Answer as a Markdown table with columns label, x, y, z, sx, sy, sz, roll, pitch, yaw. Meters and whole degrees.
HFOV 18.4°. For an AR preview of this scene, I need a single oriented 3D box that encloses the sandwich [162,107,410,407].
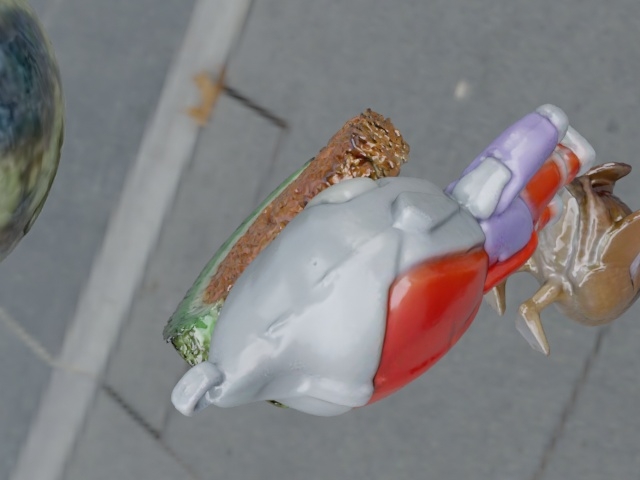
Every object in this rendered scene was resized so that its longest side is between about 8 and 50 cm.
| label | x | y | z | sx | sy | sz | roll | pitch | yaw |
| --- | --- | --- | --- | --- | --- | --- | --- | --- | --- |
| sandwich | -0.002 | 0.008 | 1.120 | 0.159 | 0.079 | 0.235 | -46 | 6 | 11 |

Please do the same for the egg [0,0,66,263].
| label | x | y | z | sx | sy | sz | roll | pitch | yaw |
| --- | --- | --- | --- | --- | --- | --- | --- | --- | --- |
| egg | -0.172 | -0.043 | 0.677 | 0.182 | 0.141 | 0.141 | 3 | 82 | 35 |

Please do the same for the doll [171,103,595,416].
| label | x | y | z | sx | sy | sz | roll | pitch | yaw |
| --- | --- | --- | --- | --- | --- | --- | --- | --- | --- |
| doll | 0.026 | 0.014 | 0.734 | 0.075 | 0.227 | 0.102 | 43 | 137 | 20 |

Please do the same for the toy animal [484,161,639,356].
| label | x | y | z | sx | sy | sz | roll | pitch | yaw |
| --- | --- | --- | --- | --- | --- | --- | --- | --- | --- |
| toy animal | 0.202 | -0.006 | 1.387 | 0.089 | 0.179 | 0.188 | 52 | 163 | 34 |
